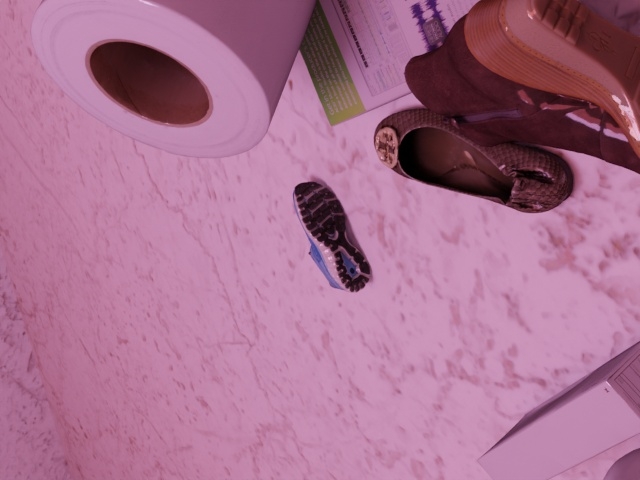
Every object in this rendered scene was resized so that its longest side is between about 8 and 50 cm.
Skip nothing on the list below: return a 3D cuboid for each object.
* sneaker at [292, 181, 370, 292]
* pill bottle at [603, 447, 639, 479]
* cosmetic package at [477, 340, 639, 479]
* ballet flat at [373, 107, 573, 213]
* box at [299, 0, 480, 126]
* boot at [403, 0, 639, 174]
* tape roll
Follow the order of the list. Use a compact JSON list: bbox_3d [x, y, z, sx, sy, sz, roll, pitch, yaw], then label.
[{"bbox_3d":[0.000,0.000,1.073,0.073,0.063,0.162,-16,99,59],"label":"sneaker"},{"bbox_3d":[0.348,0.349,0.778,0.162,0.162,0.278,22,130,43],"label":"pill bottle"},{"bbox_3d":[0.265,0.187,0.827,0.060,0.099,0.239,52,145,14],"label":"cosmetic package"},{"bbox_3d":[0.141,-0.080,0.836,0.250,0.058,0.084,25,131,41],"label":"ballet flat"},{"bbox_3d":[0.073,-0.266,0.801,0.322,0.058,0.232,-13,102,54],"label":"box"},{"bbox_3d":[0.208,-0.111,0.694,0.248,0.090,0.207,37,165,-12],"label":"boot"},{"bbox_3d":[-0.142,-0.220,0.813,0.246,0.169,0.246,14,153,8],"label":"tape roll"}]
